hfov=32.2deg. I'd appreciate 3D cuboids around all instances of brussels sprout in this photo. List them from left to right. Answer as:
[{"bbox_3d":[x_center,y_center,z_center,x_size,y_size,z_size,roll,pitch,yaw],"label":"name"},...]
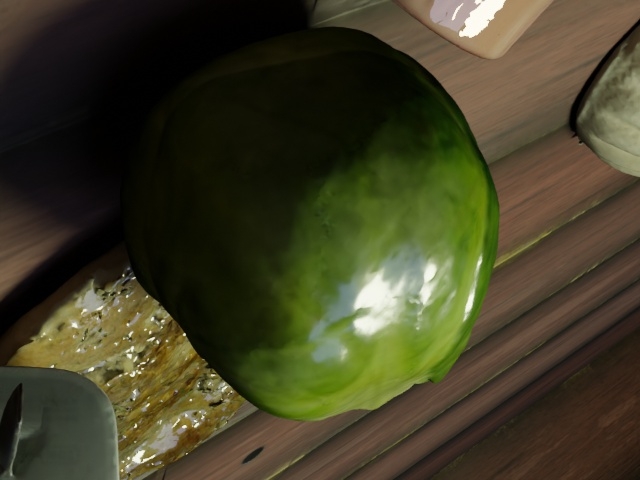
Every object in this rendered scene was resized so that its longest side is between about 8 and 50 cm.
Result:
[{"bbox_3d":[0.000,0.000,0.660,0.210,0.219,0.271,-32,143,-13],"label":"brussels sprout"}]

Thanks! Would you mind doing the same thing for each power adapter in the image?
[{"bbox_3d":[-0.225,0.157,0.673,0.187,0.124,0.255,3,142,-19],"label":"power adapter"}]

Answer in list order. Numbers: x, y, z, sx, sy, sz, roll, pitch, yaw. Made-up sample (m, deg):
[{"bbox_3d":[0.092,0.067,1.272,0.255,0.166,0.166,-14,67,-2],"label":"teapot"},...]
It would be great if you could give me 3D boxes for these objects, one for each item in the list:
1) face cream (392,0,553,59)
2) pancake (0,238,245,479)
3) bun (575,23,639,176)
[{"bbox_3d":[0.064,-0.171,0.515,0.104,0.149,0.149,-47,159,22],"label":"face cream"},{"bbox_3d":[-0.134,0.090,0.855,0.356,0.065,0.356,-36,160,-16],"label":"pancake"},{"bbox_3d":[0.417,-0.149,1.177,0.263,0.175,0.263,-35,159,-16],"label":"bun"}]
